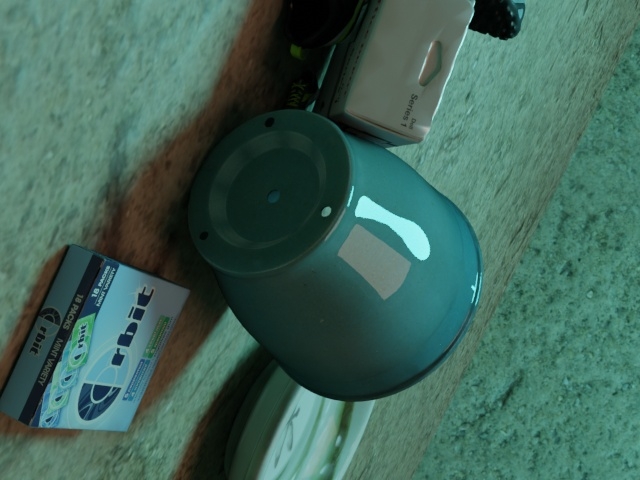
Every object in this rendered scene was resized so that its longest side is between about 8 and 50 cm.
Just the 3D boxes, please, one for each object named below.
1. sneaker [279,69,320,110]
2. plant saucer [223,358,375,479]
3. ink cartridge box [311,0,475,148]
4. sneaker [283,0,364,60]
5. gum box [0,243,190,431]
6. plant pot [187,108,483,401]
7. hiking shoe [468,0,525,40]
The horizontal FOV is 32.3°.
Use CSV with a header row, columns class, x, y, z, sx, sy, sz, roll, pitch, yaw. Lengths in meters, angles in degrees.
class,x,y,z,sx,sy,sz,roll,pitch,yaw
sneaker,-0.027,-0.159,1.222,0.035,0.031,0.083,85,25,-43
plant saucer,-0.038,0.265,1.544,0.400,0.100,0.400,-52,155,-37
ink cartridge box,0.070,-0.188,1.190,0.219,0.092,0.160,-170,-80,-80
sneaker,0.014,-0.288,1.098,0.097,0.084,0.235,-38,146,-51
gum box,-0.203,0.096,1.023,0.157,0.041,0.184,-66,161,-3
plant pot,0.000,0.000,1.157,0.272,0.271,0.255,-62,144,-12
hiking shoe,0.248,-0.391,1.540,0.132,0.113,0.304,-62,160,-13
